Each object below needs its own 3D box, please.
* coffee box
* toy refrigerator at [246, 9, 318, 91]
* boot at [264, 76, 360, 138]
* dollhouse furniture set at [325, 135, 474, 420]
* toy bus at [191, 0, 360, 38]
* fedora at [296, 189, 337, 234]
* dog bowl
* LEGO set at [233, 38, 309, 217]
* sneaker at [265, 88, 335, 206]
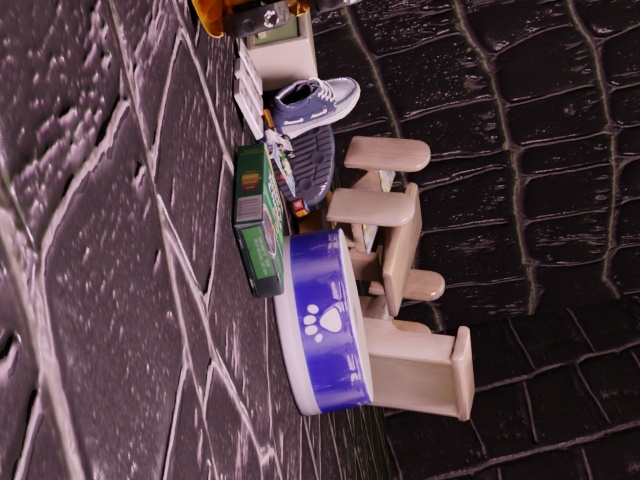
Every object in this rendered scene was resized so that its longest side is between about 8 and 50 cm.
[{"bbox_3d":[-0.074,-0.029,1.336,0.184,0.040,0.113,-94,172,-56],"label":"coffee box"},{"bbox_3d":[-0.070,-0.374,1.819,0.094,0.102,0.270,75,7,-45],"label":"toy refrigerator"},{"bbox_3d":[-0.003,-0.227,1.724,0.069,0.190,0.086,47,-31,15],"label":"boot"},{"bbox_3d":[0.158,0.083,1.868,0.362,0.256,0.394,78,24,-46],"label":"dollhouse furniture set"},{"bbox_3d":[-0.050,-0.331,1.296,0.211,0.220,0.150,-111,-175,-81],"label":"toy bus"},{"bbox_3d":[0.000,0.000,1.981,0.194,0.079,0.194,-9,90,-89],"label":"fedora"},{"bbox_3d":[0.004,0.117,1.583,0.265,0.104,0.265,-10,90,-86],"label":"dog bowl"},{"bbox_3d":[-0.084,-0.149,1.581,0.182,0.060,0.244,-95,161,-55],"label":"LEGO set"},{"bbox_3d":[-0.028,-0.180,1.834,0.131,0.112,0.319,66,15,-61],"label":"sneaker"}]
